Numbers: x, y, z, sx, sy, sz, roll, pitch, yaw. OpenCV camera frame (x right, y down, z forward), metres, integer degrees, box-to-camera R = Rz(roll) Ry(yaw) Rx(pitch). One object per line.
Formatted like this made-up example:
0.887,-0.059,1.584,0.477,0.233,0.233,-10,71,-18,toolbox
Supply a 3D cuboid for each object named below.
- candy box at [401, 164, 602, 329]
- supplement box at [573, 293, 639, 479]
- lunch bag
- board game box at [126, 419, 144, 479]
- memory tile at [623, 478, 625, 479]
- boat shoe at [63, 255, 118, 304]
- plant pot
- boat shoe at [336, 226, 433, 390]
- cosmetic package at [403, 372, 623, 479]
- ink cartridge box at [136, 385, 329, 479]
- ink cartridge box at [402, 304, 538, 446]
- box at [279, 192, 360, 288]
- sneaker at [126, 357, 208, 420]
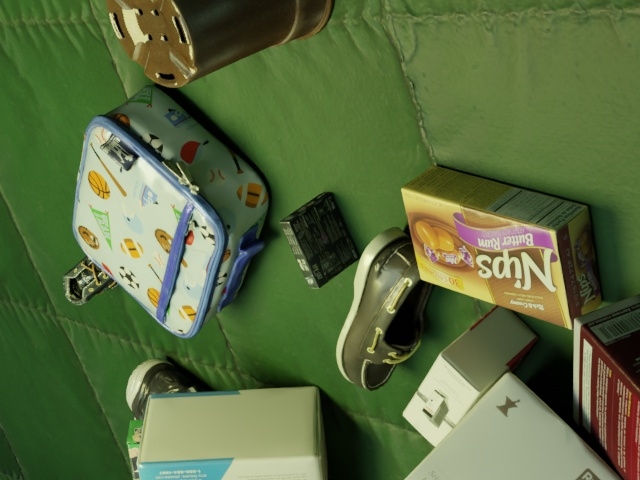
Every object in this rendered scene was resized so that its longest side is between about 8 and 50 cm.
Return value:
0.167,0.004,1.285,0.187,0.053,0.109,20,135,44,candy box
0.304,0.168,1.161,0.239,0.073,0.130,-125,22,-49,supplement box
-0.181,-0.027,1.662,0.243,0.115,0.303,43,148,14,lunch bag
-0.145,0.370,1.925,0.213,0.046,0.317,0,132,1,board game box
0.344,0.254,1.325,0.113,0.012,0.148,6,125,50,memory tile
-0.298,0.034,1.895,0.065,0.083,0.183,50,148,8,boat shoe
-0.103,-0.234,1.310,0.167,0.165,0.167,34,144,30,plant pot
0.072,0.089,1.462,0.069,0.081,0.227,40,143,29,boat shoe
0.188,0.239,1.319,0.151,0.151,0.183,44,179,17,cosmetic package
-0.098,0.343,1.780,0.223,0.129,0.307,-4,129,3,ink cartridge box
0.150,0.138,1.389,0.056,0.099,0.135,44,148,15,ink cartridge box
0.000,0.000,1.487,0.018,0.067,0.083,1,121,53,box
-0.186,0.304,1.983,0.153,0.101,0.268,18,131,47,sneaker
